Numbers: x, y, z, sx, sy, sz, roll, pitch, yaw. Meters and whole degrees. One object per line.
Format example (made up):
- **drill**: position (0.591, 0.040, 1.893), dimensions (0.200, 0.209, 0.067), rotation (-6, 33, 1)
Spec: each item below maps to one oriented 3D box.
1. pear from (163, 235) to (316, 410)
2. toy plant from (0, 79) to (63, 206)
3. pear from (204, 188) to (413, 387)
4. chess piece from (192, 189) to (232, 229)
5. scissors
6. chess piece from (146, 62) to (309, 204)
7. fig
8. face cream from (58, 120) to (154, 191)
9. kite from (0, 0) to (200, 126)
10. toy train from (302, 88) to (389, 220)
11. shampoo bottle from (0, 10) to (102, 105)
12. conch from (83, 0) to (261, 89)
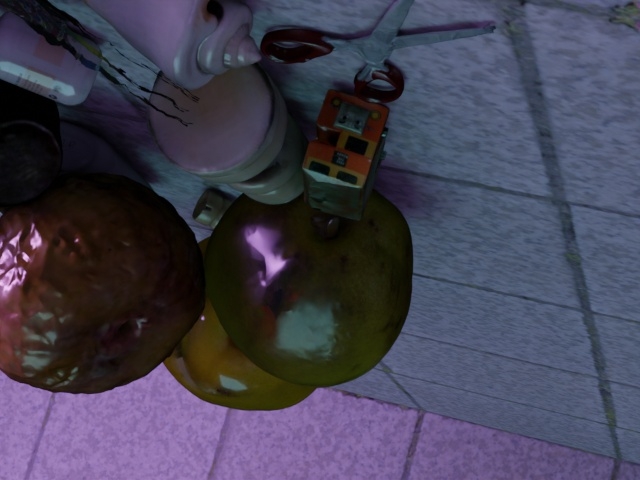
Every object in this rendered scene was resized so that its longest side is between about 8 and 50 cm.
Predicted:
- **pear**: position (-0.105, 0.125, 2.095), dimensions (0.285, 0.285, 0.336), rotation (13, 170, 13)
- **toy plant**: position (-0.398, -0.136, 1.625), dimensions (0.235, 0.175, 0.218), rotation (42, 180, 42)
- **pear**: position (-0.009, 0.043, 1.662), dimensions (0.269, 0.269, 0.321), rotation (17, 158, -3)
- **chess piece**: position (-0.115, -0.026, 1.942), dimensions (0.122, 0.066, 0.066), rotation (28, 164, -21)
- **scissors**: position (0.053, -0.172, 1.217), dimensions (0.144, 0.017, 0.247), rotation (21, 165, -23)
- **chess piece**: position (-0.073, -0.105, 1.446), dimensions (0.133, 0.133, 0.243), rotation (12, 173, 18)
- **fig**: position (-0.325, 0.002, 1.713), dimensions (0.369, 0.286, 0.286), rotation (47, -178, 27)
- **face cream**: position (-0.310, -0.073, 1.924), dimensions (0.163, 0.080, 0.337), rotation (13, 167, 16)
- **kite**: position (-0.231, -0.191, 1.294), dimensions (0.285, 0.015, 0.152), rotation (33, 169, 4)
- **toy train**: position (0.028, -0.084, 1.429), dimensions (0.072, 0.099, 0.188), rotation (15, 166, 4)
- **shampoo bottle**: position (-0.321, -0.202, 1.416), dimensions (0.192, 0.074, 0.074), rotation (22, 166, -17)
- **conch**: position (-0.130, -0.201, 1.227), dimensions (0.176, 0.094, 0.104), rotation (41, -174, 12)
